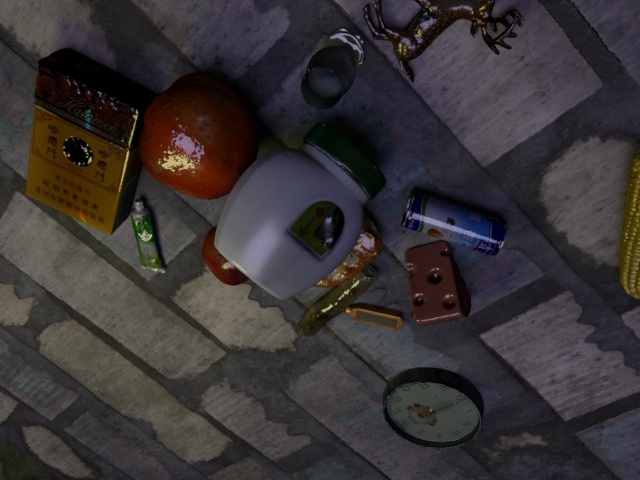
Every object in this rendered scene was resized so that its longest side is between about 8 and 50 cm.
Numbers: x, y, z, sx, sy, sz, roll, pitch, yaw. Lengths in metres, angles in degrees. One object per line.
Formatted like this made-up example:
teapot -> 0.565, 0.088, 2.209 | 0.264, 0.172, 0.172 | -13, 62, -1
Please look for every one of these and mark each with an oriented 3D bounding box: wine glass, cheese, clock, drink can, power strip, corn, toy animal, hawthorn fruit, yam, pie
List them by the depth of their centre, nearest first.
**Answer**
toy animal -> 0.237, -0.436, 1.128 | 0.260, 0.087, 0.243 | 39, 138, -14
wine glass -> 0.027, -0.345, 1.146 | 0.103, 0.222, 0.103 | 7, 127, 9
corn -> 0.722, -0.024, 1.222 | 0.143, 0.144, 0.388 | -6, 121, 19
hawthorn fruit -> -0.261, -0.220, 1.287 | 0.275, 0.275, 0.299 | -31, 123, 30
drink can -> 0.314, -0.042, 1.348 | 0.235, 0.097, 0.097 | 19, 126, 3
cheese -> 0.307, 0.135, 1.466 | 0.128, 0.203, 0.177 | -18, 148, 21
pie -> 0.000, 0.001, 1.468 | 0.308, 0.085, 0.309 | 8, 124, 12
hawthorn fruit -> -0.258, 0.023, 1.530 | 0.203, 0.162, 0.163 | 31, 127, 12
yam -> 0.041, 0.170, 1.583 | 0.067, 0.071, 0.317 | 11, 135, -39
power strip -> 0.148, 0.211, 1.604 | 0.178, 0.028, 0.049 | 11, 125, 7
clock -> 0.341, 0.521, 1.740 | 0.312, 0.061, 0.313 | 8, 125, 11

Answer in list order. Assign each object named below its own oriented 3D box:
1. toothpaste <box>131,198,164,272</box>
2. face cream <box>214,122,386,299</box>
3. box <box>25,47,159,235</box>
toothpaste -> -0.499, -0.009, 1.626 | 0.078, 0.047, 0.248 | 10, 127, 11
face cream -> -0.044, -0.062, 1.265 | 0.357, 0.219, 0.312 | -50, 122, -2
box -> -0.591, -0.242, 1.450 | 0.264, 0.116, 0.415 | 28, 126, -3
